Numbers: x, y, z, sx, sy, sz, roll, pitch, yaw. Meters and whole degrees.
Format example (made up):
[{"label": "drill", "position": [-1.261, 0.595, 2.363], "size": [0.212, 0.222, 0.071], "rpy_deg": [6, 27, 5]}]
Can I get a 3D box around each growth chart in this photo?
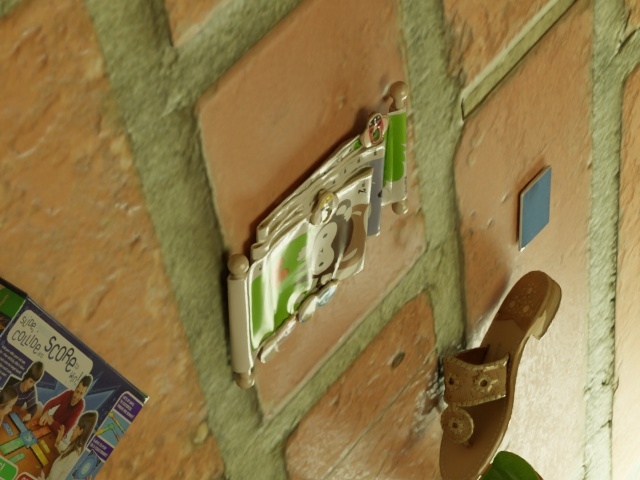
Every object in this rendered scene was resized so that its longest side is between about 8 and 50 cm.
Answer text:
[{"label": "growth chart", "position": [0.000, 0.000, 1.410], "size": [0.237, 0.021, 0.172], "rpy_deg": [-47, 150, -25]}]

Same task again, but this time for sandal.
[{"label": "sandal", "position": [0.156, 0.125, 1.757], "size": [0.079, 0.088, 0.240], "rpy_deg": [36, 74, -31]}]

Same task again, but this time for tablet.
[{"label": "tablet", "position": [0.215, -0.032, 1.760], "size": [0.054, 0.006, 0.083], "rpy_deg": [-43, 147, -31]}]

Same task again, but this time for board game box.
[{"label": "board game box", "position": [-0.200, 0.120, 1.162], "size": [0.136, 0.035, 0.201], "rpy_deg": [-56, 152, -11]}]

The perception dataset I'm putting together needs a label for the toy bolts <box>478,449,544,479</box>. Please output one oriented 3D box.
[{"label": "toy bolts", "position": [0.194, 0.376, 1.916], "size": [0.228, 0.218, 0.158], "rpy_deg": [-41, 158, 0]}]
